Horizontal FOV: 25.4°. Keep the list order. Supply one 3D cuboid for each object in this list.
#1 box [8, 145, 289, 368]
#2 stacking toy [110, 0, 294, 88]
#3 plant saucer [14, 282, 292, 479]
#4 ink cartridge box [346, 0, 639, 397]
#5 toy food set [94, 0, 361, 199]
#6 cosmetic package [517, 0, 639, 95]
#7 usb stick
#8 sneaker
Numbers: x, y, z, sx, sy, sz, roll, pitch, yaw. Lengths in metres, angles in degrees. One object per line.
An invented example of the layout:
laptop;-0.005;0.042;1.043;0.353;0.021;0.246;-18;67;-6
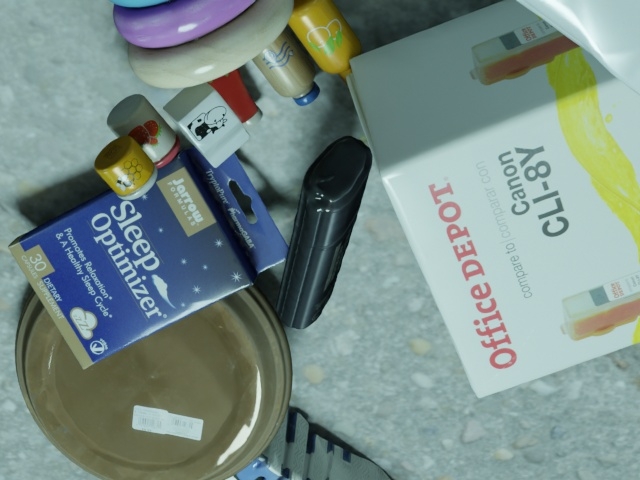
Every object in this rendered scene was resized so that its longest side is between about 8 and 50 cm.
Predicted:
box;-0.155;0.010;1.294;0.225;0.036;0.136;-27;101;13
stacking toy;-0.145;-0.280;1.037;0.141;0.141;0.330;-18;122;16
plant saucer;-0.166;0.128;1.376;0.278;0.041;0.277;2;110;7
ink cartridge box;0.250;-0.067;1.148;0.385;0.160;0.279;-20;130;7
toy food set;-0.074;-0.107;1.175;0.232;0.111;0.104;-42;124;-5
cosmetic package;0.267;-0.299;0.821;0.329;0.393;0.327;30;125;-24
usb stick;0.000;0.000;1.246;0.045;0.077;0.278;29;155;7
sneaker;-0.046;0.294;1.545;0.182;0.127;0.315;-32;117;30
